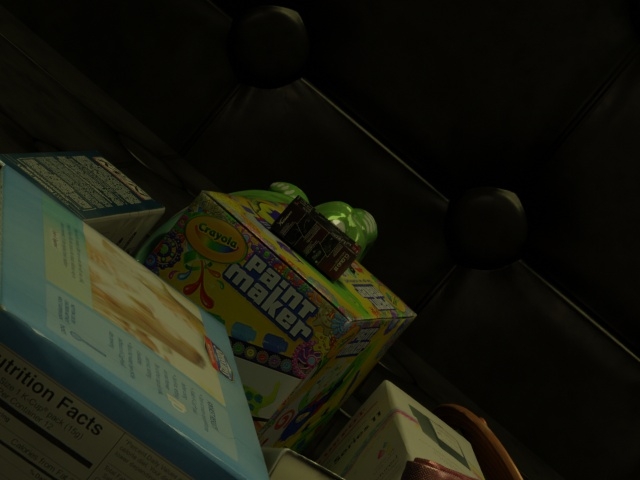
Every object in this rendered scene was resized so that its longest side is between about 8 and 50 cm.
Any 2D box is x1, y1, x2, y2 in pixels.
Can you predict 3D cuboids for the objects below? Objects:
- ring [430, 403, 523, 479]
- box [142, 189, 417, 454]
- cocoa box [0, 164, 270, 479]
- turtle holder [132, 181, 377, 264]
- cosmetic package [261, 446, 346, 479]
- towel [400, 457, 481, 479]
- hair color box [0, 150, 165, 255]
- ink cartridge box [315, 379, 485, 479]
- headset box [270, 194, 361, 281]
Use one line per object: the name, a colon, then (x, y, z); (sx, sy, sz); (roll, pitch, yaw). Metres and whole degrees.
ring: (0.192, 0.327, 2.095); (0.336, 0.032, 0.336); (163, -90, -74)
box: (-0.087, 0.119, 1.821); (0.177, 0.279, 0.290); (41, 8, 11)
cocoa box: (-0.201, 0.135, 1.399); (0.231, 0.228, 0.347); (37, 8, -17)
turtle holder: (-0.075, 0.072, 2.134); (0.320, 0.243, 0.227); (2, 10, 32)
cosmetic package: (-0.052, 0.235, 1.466); (0.153, 0.129, 0.296); (34, -16, -18)
towel: (0.079, 0.326, 1.354); (0.037, 0.329, 0.237); (11, -10, 34)
hair color box: (-0.276, 0.010, 1.936); (0.105, 0.174, 0.347); (39, 8, 6)
ink cartridge box: (0.050, 0.266, 1.898); (0.119, 0.207, 0.353); (38, 6, -9)
headset box: (0.000, 0.000, 1.751); (0.083, 0.032, 0.062); (41, 9, -2)
